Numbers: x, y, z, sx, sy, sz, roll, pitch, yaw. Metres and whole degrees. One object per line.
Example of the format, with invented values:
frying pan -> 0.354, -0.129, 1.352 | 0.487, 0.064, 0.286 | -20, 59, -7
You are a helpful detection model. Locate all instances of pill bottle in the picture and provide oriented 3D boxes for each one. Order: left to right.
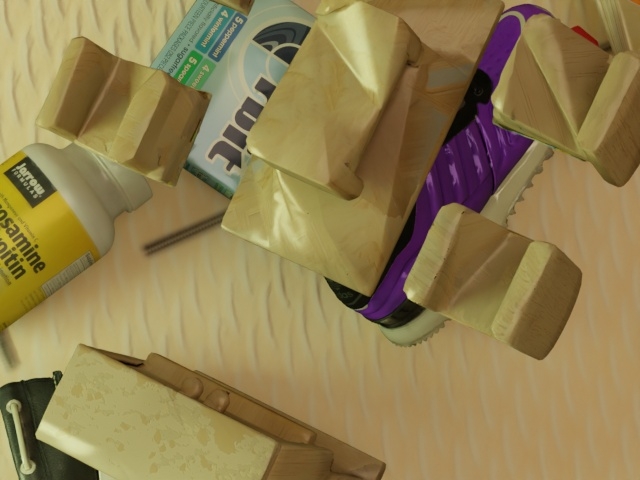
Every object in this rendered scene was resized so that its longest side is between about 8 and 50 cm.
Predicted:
pill bottle -> -0.222, -0.009, 1.370 | 0.184, 0.103, 0.103 | -38, 89, -11

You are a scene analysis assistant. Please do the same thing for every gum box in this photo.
gum box -> -0.043, -0.108, 1.442 | 0.184, 0.041, 0.157 | 33, 79, -2

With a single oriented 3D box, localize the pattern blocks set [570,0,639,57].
pattern blocks set -> 0.289, -0.214, 1.468 | 0.325, 0.026, 0.285 | 0, 79, -28

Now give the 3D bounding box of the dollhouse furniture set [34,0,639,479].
dollhouse furniture set -> 0.000, 0.000, 1.272 | 0.362, 0.256, 0.394 | 24, 88, 18

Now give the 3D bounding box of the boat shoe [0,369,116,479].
boat shoe -> -0.184, 0.247, 1.342 | 0.091, 0.114, 0.302 | -7, 71, -10

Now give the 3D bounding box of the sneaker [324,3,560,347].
sneaker -> 0.087, -0.075, 1.401 | 0.146, 0.102, 0.293 | 34, 77, -30
